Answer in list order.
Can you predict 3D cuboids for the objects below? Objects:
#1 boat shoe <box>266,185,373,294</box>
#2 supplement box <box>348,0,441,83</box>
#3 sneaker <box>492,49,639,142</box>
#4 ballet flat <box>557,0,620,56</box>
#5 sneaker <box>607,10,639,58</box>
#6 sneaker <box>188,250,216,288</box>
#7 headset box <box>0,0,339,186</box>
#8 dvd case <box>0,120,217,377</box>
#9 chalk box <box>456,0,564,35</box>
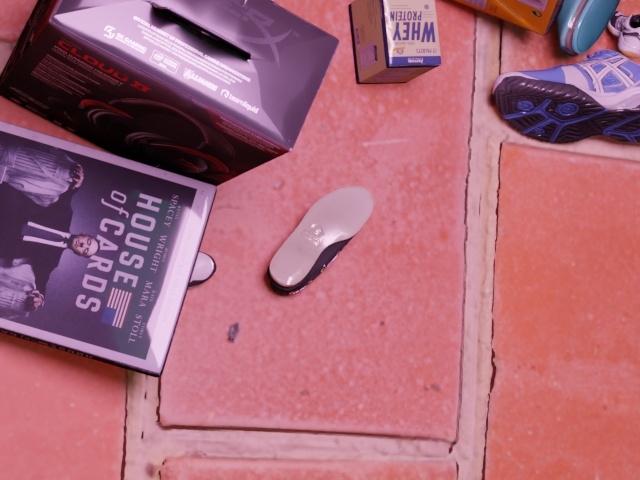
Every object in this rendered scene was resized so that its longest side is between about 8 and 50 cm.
[{"bbox_3d":[-0.001,-0.001,1.421,0.049,0.042,0.133,41,70,9],"label":"boat shoe"},{"bbox_3d":[0.072,-0.201,1.447,0.056,0.083,0.083,-4,86,-22],"label":"supplement box"},{"bbox_3d":[0.273,-0.152,1.536,0.211,0.080,0.081,5,57,-19],"label":"sneaker"},{"bbox_3d":[0.292,-0.291,1.553,0.087,0.083,0.247,27,65,26],"label":"ballet flat"},{"bbox_3d":[0.326,-0.224,1.554,0.031,0.083,0.037,16,121,-19],"label":"sneaker"},{"bbox_3d":[-0.146,0.023,1.359,0.109,0.043,0.040,3,81,-22],"label":"sneaker"},{"bbox_3d":[-0.134,-0.150,1.249,0.218,0.293,0.110,27,75,-17],"label":"headset box"},{"bbox_3d":[-0.229,0.002,1.305,0.238,0.029,0.179,16,77,-3],"label":"dvd case"},{"bbox_3d":[0.201,-0.385,1.445,0.179,0.180,0.289,21,74,4],"label":"chalk box"}]
